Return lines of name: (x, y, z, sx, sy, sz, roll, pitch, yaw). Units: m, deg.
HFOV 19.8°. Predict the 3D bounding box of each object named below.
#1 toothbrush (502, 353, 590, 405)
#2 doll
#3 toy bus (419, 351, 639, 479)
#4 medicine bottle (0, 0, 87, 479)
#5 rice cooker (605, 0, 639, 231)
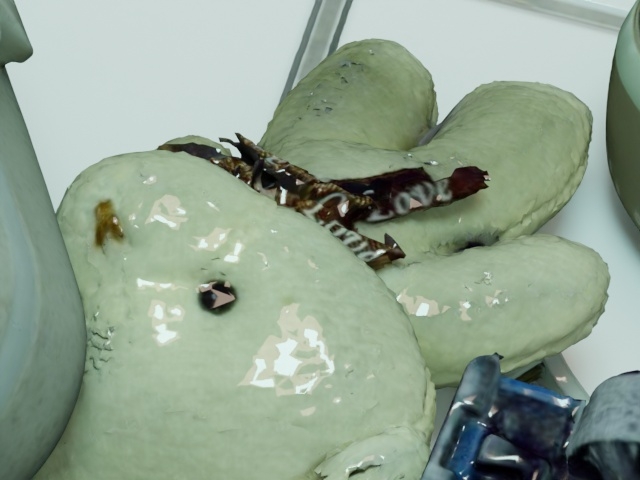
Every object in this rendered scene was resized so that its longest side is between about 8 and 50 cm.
toothbrush: (0.152, 0.143, 0.645, 0.030, 0.025, 0.342, -29, 61, -17)
doll: (-0.004, -0.001, 0.671, 0.175, 0.149, 0.278, -15, 25, 38)
toy bus: (0.155, 0.158, 0.520, 0.287, 0.175, 0.138, 16, 60, 16)
medicine bottle: (-0.234, -0.038, 0.628, 0.282, 0.123, 0.375, -30, 57, 9)
rice cooker: (0.205, -0.029, 0.719, 0.145, 0.127, 0.206, -37, 69, -27)
